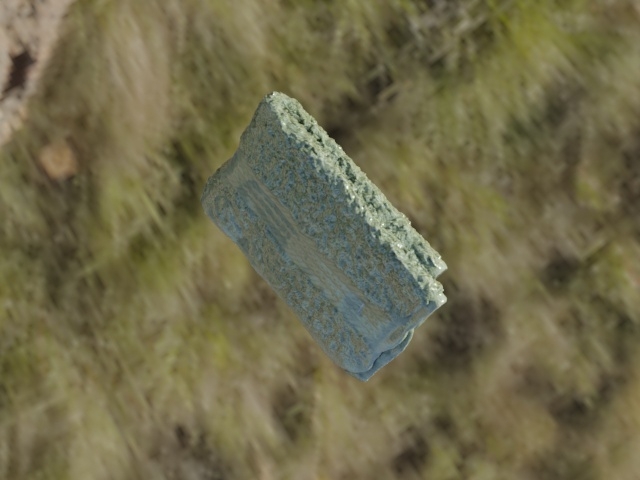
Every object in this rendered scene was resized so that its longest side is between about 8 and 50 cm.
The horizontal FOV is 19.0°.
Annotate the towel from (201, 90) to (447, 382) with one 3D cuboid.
[{"bbox_3d":[0.000,0.000,1.029,0.027,0.148,0.110,-30,165,-40],"label":"towel"}]
